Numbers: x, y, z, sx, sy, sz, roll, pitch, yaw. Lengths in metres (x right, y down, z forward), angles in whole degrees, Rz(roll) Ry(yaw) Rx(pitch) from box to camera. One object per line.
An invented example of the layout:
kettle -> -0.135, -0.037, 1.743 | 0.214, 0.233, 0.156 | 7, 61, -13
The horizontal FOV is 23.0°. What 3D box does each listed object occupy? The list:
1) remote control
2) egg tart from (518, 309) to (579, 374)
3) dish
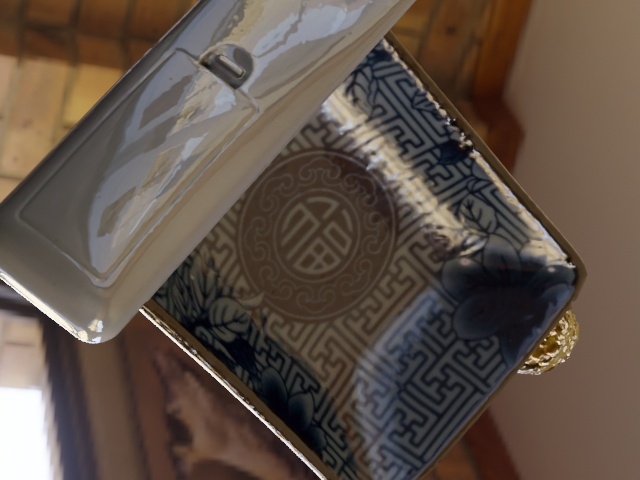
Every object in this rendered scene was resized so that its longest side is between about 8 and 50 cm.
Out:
remote control -> -0.023, -0.051, 0.460 | 0.184, 0.050, 0.027 | -50, 171, -21
egg tart -> 0.180, 0.068, 1.451 | 0.049, 0.129, 0.128 | -58, 179, -45
dish -> 0.000, 0.000, 0.799 | 0.182, 0.243, 0.080 | -48, -152, -9
